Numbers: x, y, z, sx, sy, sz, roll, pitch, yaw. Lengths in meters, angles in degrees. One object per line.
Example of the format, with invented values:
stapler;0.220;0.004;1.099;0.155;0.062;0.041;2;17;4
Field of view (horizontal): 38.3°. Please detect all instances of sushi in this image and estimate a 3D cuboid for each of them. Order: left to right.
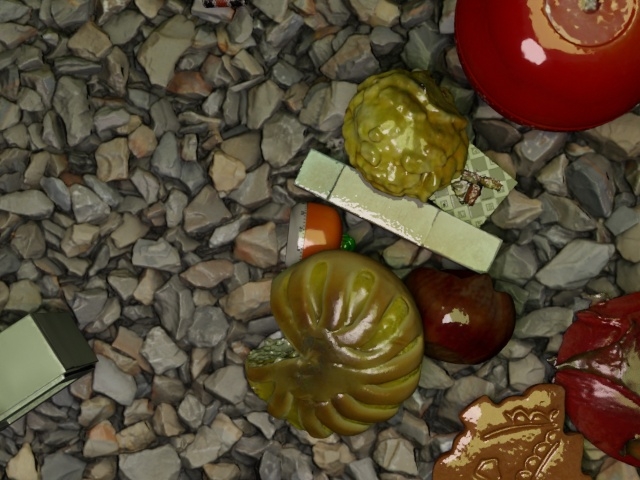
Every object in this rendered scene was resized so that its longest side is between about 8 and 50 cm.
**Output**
sushi;0.270;-0.095;1.668;0.120;0.026;0.126;41;95;2

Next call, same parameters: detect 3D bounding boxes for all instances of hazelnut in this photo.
hazelnut;0.235;0.132;1.589;0.202;0.170;0.160;17;65;-16

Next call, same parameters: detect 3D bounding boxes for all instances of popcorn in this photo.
popcorn;0.158;-0.196;1.580;0.233;0.192;0.266;29;52;-3

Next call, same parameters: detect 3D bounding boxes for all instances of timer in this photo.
timer;0.000;0.000;1.626;0.136;0.099;0.136;-1;101;-7
timer;0.417;-0.374;1.567;0.378;0.279;0.377;0;88;-1

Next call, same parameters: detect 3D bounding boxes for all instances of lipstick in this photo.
lipstick;0.136;-0.049;1.629;0.372;0.080;0.076;26;90;3

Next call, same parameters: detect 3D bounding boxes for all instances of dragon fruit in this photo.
dragon fruit;0.549;0.254;1.611;0.282;0.100;0.343;-13;85;3

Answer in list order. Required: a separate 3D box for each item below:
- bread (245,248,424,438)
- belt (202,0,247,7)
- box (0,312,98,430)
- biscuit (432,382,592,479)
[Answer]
bread;0.019;0.181;1.527;0.333;0.160;0.332;6;104;24
belt;-0.171;-0.596;1.656;0.094;0.126;0.359;-1;80;12
box;-0.512;0.230;1.539;0.225;0.225;0.117;-33;87;-2
biscuit;0.362;0.403;1.609;0.284;0.043;0.306;-41;90;3
